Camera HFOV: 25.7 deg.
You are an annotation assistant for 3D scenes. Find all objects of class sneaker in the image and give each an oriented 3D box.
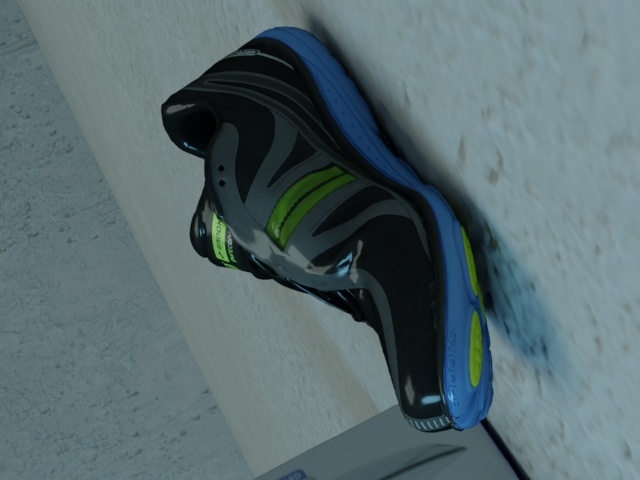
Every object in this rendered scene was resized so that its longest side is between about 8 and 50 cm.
[{"bbox_3d":[0.000,0.000,0.474,0.188,0.078,0.067,55,167,41],"label":"sneaker"}]

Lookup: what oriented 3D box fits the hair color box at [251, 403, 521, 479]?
[{"bbox_3d":[0.050,0.227,0.474,0.339,0.185,0.110,57,170,41],"label":"hair color box"}]
